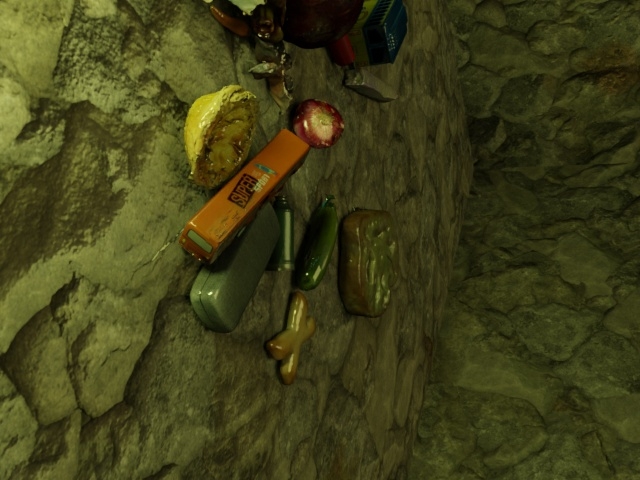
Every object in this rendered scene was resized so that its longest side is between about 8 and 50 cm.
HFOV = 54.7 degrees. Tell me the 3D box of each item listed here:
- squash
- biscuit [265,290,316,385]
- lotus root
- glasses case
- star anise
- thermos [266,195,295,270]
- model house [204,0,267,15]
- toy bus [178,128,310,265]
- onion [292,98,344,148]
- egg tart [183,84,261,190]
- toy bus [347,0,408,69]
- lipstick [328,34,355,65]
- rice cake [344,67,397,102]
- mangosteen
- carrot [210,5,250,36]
[{"bbox_3d":[0.001,0.001,1.755,0.087,0.087,0.332,63,34,-46],"label":"squash"},{"bbox_3d":[-0.071,0.257,1.644,0.208,0.047,0.164,-64,144,-43],"label":"biscuit"},{"bbox_3d":[0.162,0.059,2.093,0.375,0.111,0.391,57,42,-43],"label":"lotus root"},{"bbox_3d":[-0.180,0.045,1.365,0.131,0.074,0.323,67,34,-40],"label":"glasses case"},{"bbox_3d":[-0.109,-0.432,1.527,0.208,0.063,0.172,49,45,-55],"label":"star anise"},{"bbox_3d":[-0.105,-0.017,1.547,0.073,0.083,0.188,45,45,-86],"label":"thermos"},{"bbox_3d":[-0.196,-0.597,1.202,0.271,0.178,0.207,20,55,-41],"label":"model house"},{"bbox_3d":[-0.150,-0.108,1.339,0.409,0.093,0.092,-54,180,-42],"label":"toy bus"},{"bbox_3d":[-0.017,-0.306,1.704,0.150,0.140,0.150,9,67,-23],"label":"onion"},{"bbox_3d":[-0.211,-0.218,1.261,0.252,0.098,0.232,-49,157,-51],"label":"egg tart"},{"bbox_3d":[0.179,-0.683,2.014,0.288,0.175,0.138,-67,146,-46],"label":"toy bus"},{"bbox_3d":[0.031,-0.641,1.823,0.280,0.073,0.073,60,38,-47],"label":"lipstick"},{"bbox_3d":[0.181,-0.537,2.157,0.399,0.070,0.064,-7,93,-66],"label":"rice cake"},{"bbox_3d":[-0.048,-0.580,1.420,0.293,0.297,0.297,-45,153,8],"label":"mangosteen"},{"bbox_3d":[-0.197,-0.483,1.371,0.142,0.035,0.035,6,85,-61],"label":"carrot"}]
